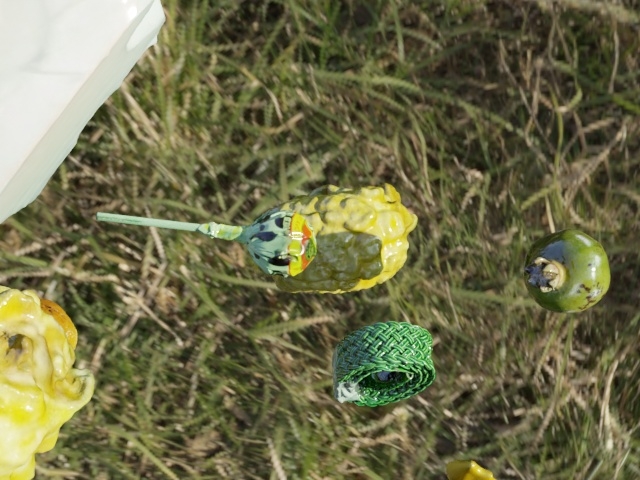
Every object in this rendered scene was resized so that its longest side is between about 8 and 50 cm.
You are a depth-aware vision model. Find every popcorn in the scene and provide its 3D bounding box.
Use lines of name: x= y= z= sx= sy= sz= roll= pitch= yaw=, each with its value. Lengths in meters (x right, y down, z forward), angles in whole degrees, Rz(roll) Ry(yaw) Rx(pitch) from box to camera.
popcorn: x=0.000 y=0.000 z=1.727 sx=0.286 sy=0.225 sz=0.173 roll=-5 pitch=90 yaw=46
popcorn: x=-0.270 y=0.124 z=0.879 sx=0.173 sy=0.142 sz=0.173 roll=-7 pitch=76 yaw=32

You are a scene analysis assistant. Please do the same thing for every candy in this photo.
candy: x=-0.157 y=-0.008 z=1.523 sx=0.305 sy=0.083 sz=0.091 roll=6 pitch=99 yaw=-2

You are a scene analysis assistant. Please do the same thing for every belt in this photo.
belt: x=0.075 y=0.149 z=1.391 sx=0.121 sy=0.151 sz=0.079 roll=13 pitch=54 yaw=-24

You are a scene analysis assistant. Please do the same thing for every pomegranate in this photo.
pomegranate: x=0.306 y=0.042 z=1.418 sx=0.114 sy=0.142 sz=0.114 roll=2 pitch=94 yaw=38

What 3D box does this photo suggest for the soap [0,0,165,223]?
soap: x=-0.160 y=-0.134 z=0.368 sx=0.173 sy=0.095 sz=0.289 roll=-16 pitch=107 yaw=-3

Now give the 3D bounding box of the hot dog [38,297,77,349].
hot dog: x=-0.326 y=0.148 z=1.043 sx=0.061 sy=0.286 sz=0.088 roll=-21 pitch=112 yaw=37

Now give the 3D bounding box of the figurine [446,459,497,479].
figurine: x=0.180 y=0.437 z=1.517 sx=0.215 sy=0.215 sz=0.228 roll=-1 pitch=43 yaw=12
